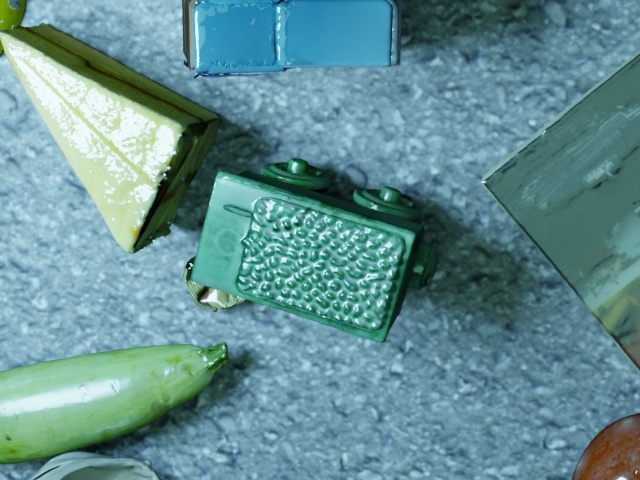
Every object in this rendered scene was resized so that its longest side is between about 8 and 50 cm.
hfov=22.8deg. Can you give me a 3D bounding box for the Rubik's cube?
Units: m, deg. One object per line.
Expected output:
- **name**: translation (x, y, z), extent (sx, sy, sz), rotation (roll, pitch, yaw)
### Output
- **Rubik's cube**: translation (-0.036, -0.299, 1.713), extent (0.231, 0.221, 0.224), rotation (-2, 101, -8)

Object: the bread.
- **bread**: translation (-0.268, -0.124, 1.847), extent (0.264, 0.167, 0.163), rotation (28, 105, 6)

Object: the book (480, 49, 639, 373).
- **book**: translation (0.402, -0.010, 1.829), extent (0.262, 0.028, 0.374), rotation (-39, 93, 13)

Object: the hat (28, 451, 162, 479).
- **hat**: translation (-0.311, 0.350, 1.992), extent (0.226, 0.164, 0.219), rotation (-9, 133, 48)

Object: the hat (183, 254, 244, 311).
- **hat**: translation (-0.121, 0.040, 1.908), extent (0.077, 0.059, 0.076), rotation (-15, 115, 17)

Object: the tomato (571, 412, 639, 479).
- **tomato**: translation (0.387, 0.296, 1.811), extent (0.208, 0.184, 0.208), rotation (1, 103, 2)

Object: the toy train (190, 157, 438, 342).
- **toy train**: translation (0.000, 0.000, 1.805), extent (0.266, 0.202, 0.145), rotation (17, 105, 8)

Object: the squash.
- **squash**: translation (-0.282, 0.195, 1.939), extent (0.371, 0.118, 0.118), rotation (-13, 99, 7)

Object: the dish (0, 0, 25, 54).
- **dish**: translation (-0.434, -0.301, 1.878), extent (0.149, 0.080, 0.207), rotation (-14, 101, 11)
